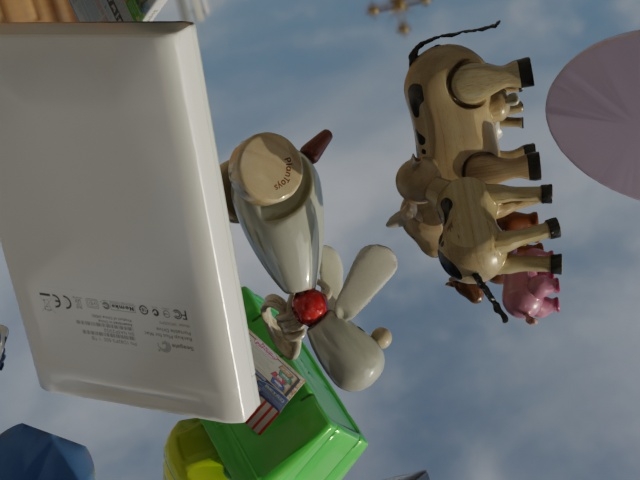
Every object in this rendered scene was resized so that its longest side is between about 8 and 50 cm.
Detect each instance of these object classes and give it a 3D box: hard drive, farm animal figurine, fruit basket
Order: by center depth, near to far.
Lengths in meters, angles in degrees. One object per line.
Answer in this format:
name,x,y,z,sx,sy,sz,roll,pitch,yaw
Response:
hard drive,-0.161,-0.011,0.832,0.203,0.308,0.040,5,-152,25
farm animal figurine,0.149,-0.065,1.166,0.172,0.327,0.330,-6,173,7
fruit basket,-0.153,0.314,1.782,0.392,0.283,0.392,-9,-113,21

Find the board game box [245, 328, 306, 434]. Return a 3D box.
board game box,-0.102,0.178,1.493,0.045,0.146,0.193,-49,176,10

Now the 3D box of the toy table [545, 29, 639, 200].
toy table,0.374,-0.134,1.098,0.274,0.252,0.161,22,-154,11

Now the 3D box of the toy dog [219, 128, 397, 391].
toy dog,0.000,0.000,1.325,0.161,0.334,0.220,-32,-153,-20

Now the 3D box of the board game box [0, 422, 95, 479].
board game box,-0.411,0.344,1.605,0.168,0.133,0.033,20,179,-3

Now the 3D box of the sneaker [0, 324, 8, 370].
sneaker,-0.483,0.179,1.577,0.053,0.144,0.059,38,-145,20

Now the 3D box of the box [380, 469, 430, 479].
box,-0.111,0.508,1.272,0.471,0.298,0.480,-18,177,22

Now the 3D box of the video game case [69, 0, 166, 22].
video game case,-0.185,-0.250,1.016,0.015,0.119,0.166,-13,160,-42
